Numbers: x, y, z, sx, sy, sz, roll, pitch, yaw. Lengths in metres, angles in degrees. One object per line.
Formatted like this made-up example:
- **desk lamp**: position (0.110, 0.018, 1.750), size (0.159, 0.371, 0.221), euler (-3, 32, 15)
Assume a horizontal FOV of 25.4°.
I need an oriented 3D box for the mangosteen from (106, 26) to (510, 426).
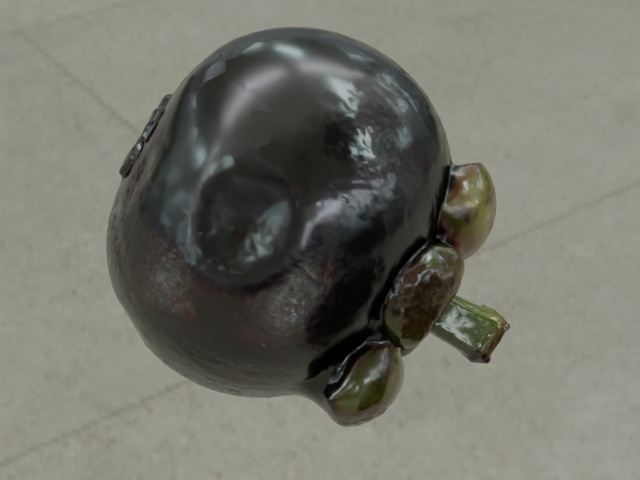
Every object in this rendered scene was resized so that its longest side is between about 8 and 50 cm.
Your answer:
- **mangosteen**: position (0.000, 0.000, 0.514), size (0.151, 0.137, 0.137), euler (33, 38, -2)
